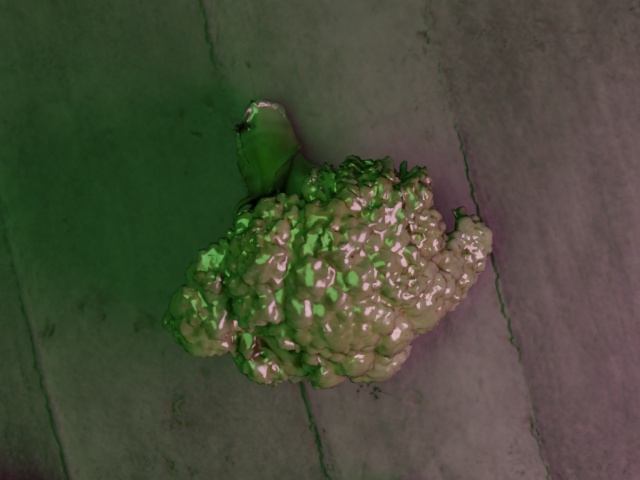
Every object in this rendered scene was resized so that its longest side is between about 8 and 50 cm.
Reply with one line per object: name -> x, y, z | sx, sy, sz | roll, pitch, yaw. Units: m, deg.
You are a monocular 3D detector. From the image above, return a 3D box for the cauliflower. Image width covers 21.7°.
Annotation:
cauliflower -> 0.003, 0.023, 1.628 | 0.327, 0.281, 0.260 | -4, 113, -11
